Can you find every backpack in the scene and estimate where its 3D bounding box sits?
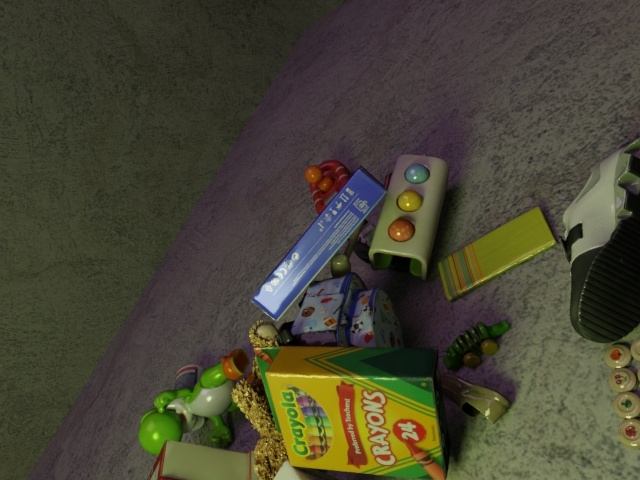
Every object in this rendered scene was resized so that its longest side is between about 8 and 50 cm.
[{"bbox_3d":[0.054,0.193,1.022,0.213,0.277,0.263,-13,31,11],"label":"backpack"}]

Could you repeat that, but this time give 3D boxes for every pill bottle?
[{"bbox_3d":[-0.388,0.473,1.541,0.108,0.108,0.180,-45,28,16],"label":"pill bottle"}]

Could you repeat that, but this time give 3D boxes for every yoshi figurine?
[{"bbox_3d":[-0.326,0.444,1.331,0.362,0.203,0.204,-31,64,11],"label":"yoshi figurine"}]

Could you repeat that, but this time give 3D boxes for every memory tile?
[{"bbox_3d":[0.437,0.192,0.670,0.113,0.012,0.148,-28,36,40],"label":"memory tile"}]

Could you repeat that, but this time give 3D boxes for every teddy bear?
[{"bbox_3d":[-0.082,0.328,1.059,0.113,0.245,0.338,-16,87,28],"label":"teddy bear"}]

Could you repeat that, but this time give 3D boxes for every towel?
[{"bbox_3d":[0.340,0.030,1.010,0.237,0.021,0.102,-35,38,30],"label":"towel"}]

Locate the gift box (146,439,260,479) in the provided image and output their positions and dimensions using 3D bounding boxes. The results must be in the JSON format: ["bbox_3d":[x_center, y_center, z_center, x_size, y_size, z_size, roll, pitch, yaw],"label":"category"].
[{"bbox_3d":[-0.230,0.576,1.024,0.255,0.258,0.276,-98,31,-52],"label":"gift box"}]

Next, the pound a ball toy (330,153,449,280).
[{"bbox_3d":[0.159,-0.049,1.155,0.208,0.136,0.319,11,59,18],"label":"pound a ball toy"}]

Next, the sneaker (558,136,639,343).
[{"bbox_3d":[0.441,0.006,0.797,0.331,0.122,0.146,-63,11,-16],"label":"sneaker"}]

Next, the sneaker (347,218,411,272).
[{"bbox_3d":[0.143,0.022,1.270,0.078,0.106,0.234,-39,48,-18],"label":"sneaker"}]

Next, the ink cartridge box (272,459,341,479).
[{"bbox_3d":[0.014,0.479,0.846,0.093,0.154,0.212,-56,28,-2],"label":"ink cartridge box"}]

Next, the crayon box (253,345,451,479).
[{"bbox_3d":[0.040,0.279,0.844,0.318,0.202,0.081,-4,23,21],"label":"crayon box"}]

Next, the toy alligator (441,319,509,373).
[{"bbox_3d":[0.250,0.197,0.916,0.189,0.051,0.056,-43,28,19],"label":"toy alligator"}]

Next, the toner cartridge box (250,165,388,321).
[{"bbox_3d":[0.000,0.000,1.085,0.348,0.075,0.165,-50,1,11],"label":"toner cartridge box"}]

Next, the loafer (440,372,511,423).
[{"bbox_3d":[0.241,0.261,0.852,0.148,0.056,0.050,-1,50,57],"label":"loafer"}]

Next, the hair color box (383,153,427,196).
[{"bbox_3d":[0.235,-0.167,1.377,0.141,0.043,0.072,-26,37,41],"label":"hair color box"}]

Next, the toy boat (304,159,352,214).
[{"bbox_3d":[0.013,-0.184,1.629,0.151,0.151,0.231,-44,29,17],"label":"toy boat"}]
